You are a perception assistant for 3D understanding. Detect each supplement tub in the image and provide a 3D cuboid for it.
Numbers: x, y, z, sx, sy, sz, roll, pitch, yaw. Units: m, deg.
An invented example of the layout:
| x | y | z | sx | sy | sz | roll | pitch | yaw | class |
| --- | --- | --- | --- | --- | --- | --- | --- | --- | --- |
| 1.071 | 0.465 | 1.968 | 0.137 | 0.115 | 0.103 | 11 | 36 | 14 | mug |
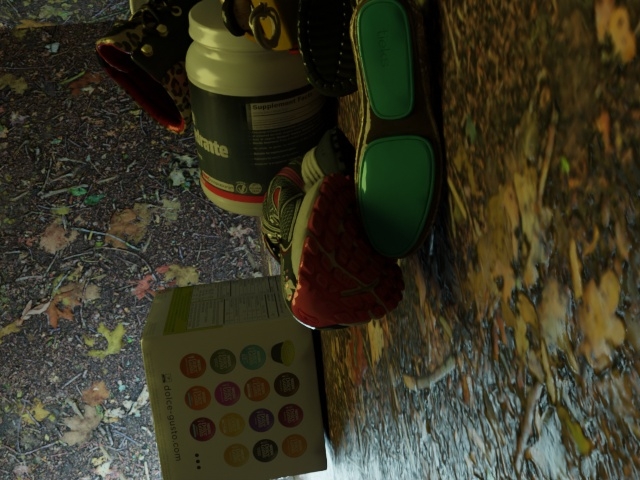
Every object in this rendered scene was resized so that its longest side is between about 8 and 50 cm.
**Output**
| x | y | z | sx | sy | sz | roll | pitch | yaw | class |
| --- | --- | --- | --- | --- | --- | --- | --- | --- | --- |
| -0.085 | -0.189 | 1.108 | 0.191 | 0.191 | 0.272 | -107 | 12 | -54 | supplement tub |

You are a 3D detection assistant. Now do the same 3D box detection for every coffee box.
| x | y | z | sx | sy | sz | roll | pitch | yaw | class |
| --- | --- | --- | --- | --- | --- | --- | --- | --- | --- |
| -0.179 | 0.288 | 1.700 | 0.338 | 0.334 | 0.338 | -120 | 23 | -76 | coffee box |

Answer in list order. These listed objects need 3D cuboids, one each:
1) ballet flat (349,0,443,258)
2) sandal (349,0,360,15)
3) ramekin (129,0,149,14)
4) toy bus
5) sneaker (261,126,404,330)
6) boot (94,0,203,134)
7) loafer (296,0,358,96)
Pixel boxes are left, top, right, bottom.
| x | y | z | sx | sy | sz | roll | pitch | yaw | class |
| --- | --- | --- | --- | --- | --- | --- | --- | --- | --- |
| 0.063 | -0.090 | 0.620 | 0.067 | 0.073 | 0.206 | -45 | -44 | -65 | ballet flat |
| 0.042 | -0.243 | 0.645 | 0.090 | 0.060 | 0.219 | -98 | -10 | -63 | sandal |
| -0.185 | -0.420 | 1.402 | 0.135 | 0.277 | 0.277 | -97 | 2 | -78 | ramekin |
| -0.052 | -0.256 | 0.822 | 0.202 | 0.104 | 0.191 | 12 | -104 | -59 | toy bus |
| 0.000 | 0.000 | 0.720 | 0.121 | 0.112 | 0.299 | 53 | -165 | -17 | sneaker |
| -0.214 | -0.366 | 1.137 | 0.284 | 0.138 | 0.377 | -57 | -40 | -23 | boot |
| 0.019 | -0.248 | 0.758 | 0.078 | 0.080 | 0.220 | -71 | -19 | -79 | loafer |
